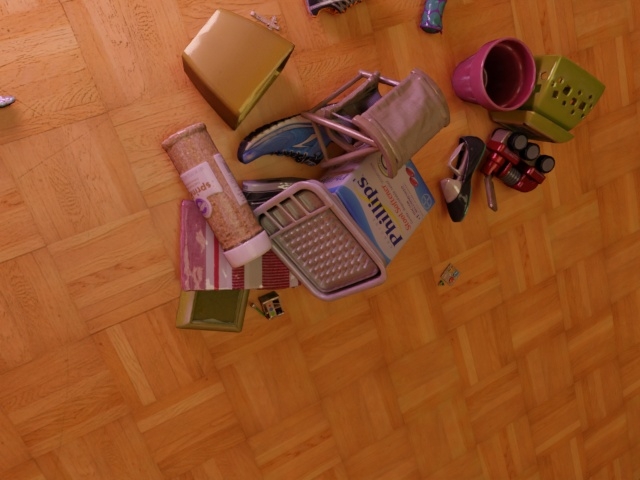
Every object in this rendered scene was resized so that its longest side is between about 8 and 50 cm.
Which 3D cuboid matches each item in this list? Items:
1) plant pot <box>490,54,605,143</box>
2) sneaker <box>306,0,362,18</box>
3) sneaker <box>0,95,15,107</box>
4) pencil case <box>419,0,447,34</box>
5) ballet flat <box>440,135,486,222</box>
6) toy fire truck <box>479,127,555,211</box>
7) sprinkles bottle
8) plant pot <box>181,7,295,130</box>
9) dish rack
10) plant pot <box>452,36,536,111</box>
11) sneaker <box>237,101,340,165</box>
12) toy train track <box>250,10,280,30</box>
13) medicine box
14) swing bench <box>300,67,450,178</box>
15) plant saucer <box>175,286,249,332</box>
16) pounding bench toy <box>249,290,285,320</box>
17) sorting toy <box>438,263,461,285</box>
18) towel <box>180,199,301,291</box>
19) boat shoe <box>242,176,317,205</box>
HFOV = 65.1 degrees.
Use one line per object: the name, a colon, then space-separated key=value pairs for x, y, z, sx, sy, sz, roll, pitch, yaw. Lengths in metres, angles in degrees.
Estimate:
plant pot: x=0.686 y=-0.431 z=1.561 sx=0.228 sy=0.227 sz=0.207 roll=19 pitch=99 yaw=-27
sneaker: x=0.058 y=-0.643 z=1.332 sx=0.215 sy=0.084 sz=0.083 roll=-12 pitch=108 yaw=-11
sneaker: x=-0.724 y=-0.318 z=1.088 sx=0.098 sy=0.038 sz=0.069 roll=-21 pitch=109 yaw=-18
pencil case: x=0.336 y=-0.678 z=1.446 sx=0.070 sy=0.064 sz=0.151 roll=14 pitch=96 yaw=0
ballet flat: x=0.432 y=-0.199 z=1.577 sx=0.096 sy=0.095 sz=0.280 roll=19 pitch=83 yaw=-15
toy fire truck: x=0.611 y=-0.207 z=1.623 sx=0.217 sy=0.158 sz=0.246 roll=29 pitch=100 yaw=-26
sprinkles bottle: x=-0.254 y=-0.109 z=1.251 sx=0.121 sy=0.121 sz=0.355 roll=-31 pitch=100 yaw=-14
plant pot: x=-0.211 y=-0.419 z=1.202 sx=0.187 sy=0.212 sz=0.212 roll=39 pitch=85 yaw=-12
dish rack: x=0.000 y=0.000 z=1.296 sx=0.332 sy=0.286 sz=0.072 roll=50 pitch=46 yaw=-14
plant pot: x=0.497 y=-0.483 z=1.489 sx=0.202 sy=0.180 sz=0.201 roll=-5 pitch=103 yaw=-22
sneaker: x=-0.059 y=-0.258 z=1.331 sx=0.330 sy=0.130 sz=0.147 roll=-22 pitch=106 yaw=-18
toy train track: x=-0.141 y=-0.568 z=1.296 sx=0.083 sy=0.014 sz=0.048 roll=21 pitch=92 yaw=-24
medicine box: x=0.142 y=-0.112 z=1.389 sx=0.289 sy=0.149 sz=0.263 roll=-49 pitch=116 yaw=-30
swing bench: x=0.140 y=-0.300 z=1.239 sx=0.253 sy=0.255 sz=0.165 roll=-44 pitch=129 yaw=-29
plant saucer: x=-0.284 y=0.164 z=1.368 sx=0.189 sy=0.045 sz=0.188 roll=9 pitch=97 yaw=-24
pounding bench toy: x=-0.152 y=0.194 z=1.425 sx=0.083 sy=0.052 sz=0.065 roll=-21 pitch=108 yaw=-18
sorting toy: x=0.430 y=0.126 z=1.678 sx=0.062 sy=0.012 sz=0.083 roll=41 pitch=83 yaw=-25
towel: x=-0.208 y=0.016 z=1.351 sx=0.329 sy=0.037 sz=0.236 roll=1 pitch=86 yaw=-25
boat shoe: x=-0.106 y=-0.131 z=1.371 sx=0.220 sy=0.078 sz=0.070 roll=-5 pitch=112 yaw=-20
